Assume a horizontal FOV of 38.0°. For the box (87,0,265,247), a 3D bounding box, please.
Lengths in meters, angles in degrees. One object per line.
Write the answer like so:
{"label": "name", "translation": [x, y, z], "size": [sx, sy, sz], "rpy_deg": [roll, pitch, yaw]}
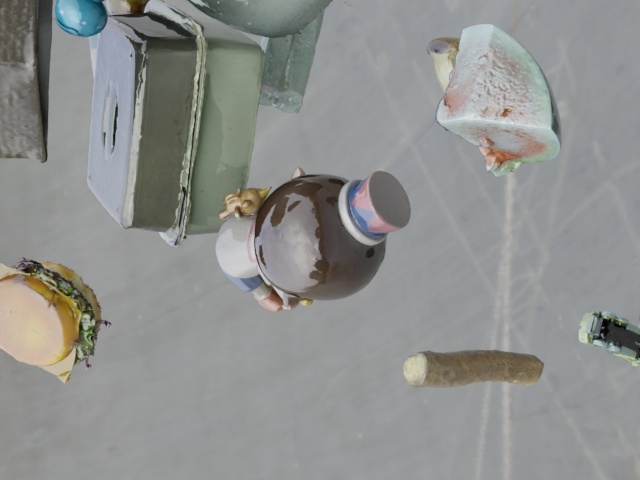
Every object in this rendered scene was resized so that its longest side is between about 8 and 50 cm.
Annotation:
{"label": "box", "translation": [-0.193, -0.153, 1.196], "size": [0.220, 0.166, 0.290], "rpy_deg": [39, 125, 52]}

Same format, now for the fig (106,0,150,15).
{"label": "fig", "translation": [-0.267, -0.358, 1.361], "size": [0.082, 0.084, 0.098], "rpy_deg": [11, 71, 42]}

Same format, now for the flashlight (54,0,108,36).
{"label": "flashlight", "translation": [-0.211, -0.253, 0.882], "size": [0.129, 0.051, 0.051], "rpy_deg": [-60, 30, 19]}

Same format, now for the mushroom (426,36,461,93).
{"label": "mushroom", "translation": [0.324, -0.299, 1.971], "size": [0.312, 0.081, 0.100], "rpy_deg": [54, 165, -25]}

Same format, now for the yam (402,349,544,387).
{"label": "yam", "translation": [0.309, 0.256, 1.848], "size": [0.081, 0.356, 0.081], "rpy_deg": [-12, 75, 50]}

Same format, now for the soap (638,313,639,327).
{"label": "soap", "translation": [0.723, 0.095, 1.924], "size": [0.064, 0.183, 0.121], "rpy_deg": [26, 160, 24]}

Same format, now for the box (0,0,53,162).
{"label": "box", "translation": [-0.370, -0.240, 1.014], "size": [0.184, 0.143, 0.273], "rpy_deg": [110, 157, -59]}

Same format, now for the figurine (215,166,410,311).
{"label": "figurine", "translation": [-0.008, -0.001, 1.054], "size": [0.275, 0.158, 0.161], "rpy_deg": [-9, 79, 61]}

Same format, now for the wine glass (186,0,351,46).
{"label": "wine glass", "translation": [-0.131, -0.356, 1.039], "size": [0.357, 0.190, 0.190], "rpy_deg": [35, 133, 37]}

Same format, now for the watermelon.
{"label": "watermelon", "translation": [0.328, -0.223, 1.712], "size": [0.289, 0.213, 0.320], "rpy_deg": [-128, 24, -57]}

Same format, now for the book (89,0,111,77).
{"label": "book", "translation": [-0.414, -0.398, 1.918], "size": [0.264, 0.031, 0.379], "rpy_deg": [13, 112, 53]}

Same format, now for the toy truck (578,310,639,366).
{"label": "toy truck", "translation": [0.673, 0.224, 2.134], "size": [0.116, 0.191, 0.085], "rpy_deg": [-7, 63, 68]}

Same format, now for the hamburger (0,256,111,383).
{"label": "hamburger", "translation": [-0.372, 0.094, 1.248], "size": [0.164, 0.189, 0.093], "rpy_deg": [-60, -4, 31]}

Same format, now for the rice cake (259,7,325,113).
{"label": "rice cake", "translation": [-0.044, -0.278, 1.304], "size": [0.040, 0.085, 0.226], "rpy_deg": [-43, 31, 56]}
